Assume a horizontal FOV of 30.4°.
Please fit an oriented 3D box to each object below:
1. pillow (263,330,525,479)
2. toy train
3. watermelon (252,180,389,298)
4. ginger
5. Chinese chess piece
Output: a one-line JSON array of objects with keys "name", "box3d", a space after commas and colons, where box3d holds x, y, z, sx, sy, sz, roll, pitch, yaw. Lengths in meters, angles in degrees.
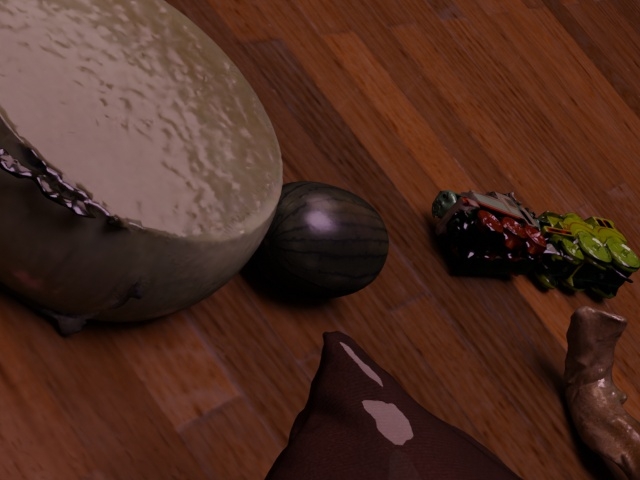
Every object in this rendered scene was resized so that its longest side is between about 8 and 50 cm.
[{"name": "pillow", "box3d": [0.056, 0.239, 0.496, 0.308, 0.108, 0.305, 38, 58, -7]}, {"name": "toy train", "box3d": [0.187, 0.001, 1.025, 0.249, 0.053, 0.085, 11, 39, -43]}, {"name": "watermelon", "box3d": [0.000, 0.000, 0.785, 0.110, 0.078, 0.078, 12, 46, -44]}, {"name": "ginger", "box3d": [0.262, 0.182, 0.895, 0.089, 0.075, 0.288, -13, 67, -29]}, {"name": "Chinese chess piece", "box3d": [-0.132, -0.059, 0.681, 0.237, 0.092, 0.238, 31, 35, -25]}]
